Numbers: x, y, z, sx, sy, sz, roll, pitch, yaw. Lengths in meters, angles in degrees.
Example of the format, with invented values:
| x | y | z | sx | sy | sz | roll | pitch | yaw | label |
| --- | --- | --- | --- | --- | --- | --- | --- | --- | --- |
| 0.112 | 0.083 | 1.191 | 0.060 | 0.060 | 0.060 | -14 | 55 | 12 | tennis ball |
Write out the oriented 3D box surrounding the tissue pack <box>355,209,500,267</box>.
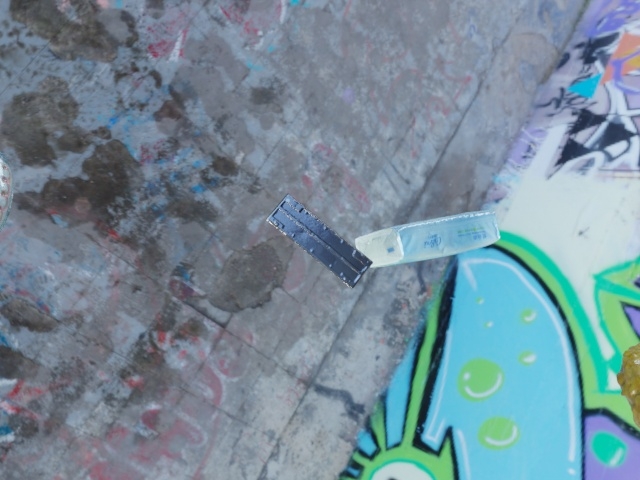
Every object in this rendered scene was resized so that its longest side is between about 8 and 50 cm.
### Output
| x | y | z | sx | sy | sz | roll | pitch | yaw | label |
| --- | --- | --- | --- | --- | --- | --- | --- | --- | --- |
| 0.233 | -0.001 | 1.155 | 0.263 | 0.177 | 0.089 | -12 | 87 | -25 | tissue pack |

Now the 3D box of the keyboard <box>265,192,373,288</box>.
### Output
| x | y | z | sx | sy | sz | roll | pitch | yaw | label |
| --- | --- | --- | --- | --- | --- | --- | --- | --- | --- |
| 0.000 | 0.000 | 0.955 | 0.202 | 0.011 | 0.067 | 39 | 83 | -1 | keyboard |

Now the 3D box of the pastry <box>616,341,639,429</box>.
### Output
| x | y | z | sx | sy | sz | roll | pitch | yaw | label |
| --- | --- | --- | --- | --- | --- | --- | --- | --- | --- |
| 0.529 | 0.193 | 0.689 | 0.132 | 0.240 | 0.235 | 67 | 13 | 2 | pastry |

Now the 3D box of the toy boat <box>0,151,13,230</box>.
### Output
| x | y | z | sx | sy | sz | roll | pitch | yaw | label |
| --- | --- | --- | --- | --- | --- | --- | --- | --- | --- |
| -0.631 | -0.075 | 0.933 | 0.134 | 0.079 | 0.207 | 1 | 65 | -6 | toy boat |
